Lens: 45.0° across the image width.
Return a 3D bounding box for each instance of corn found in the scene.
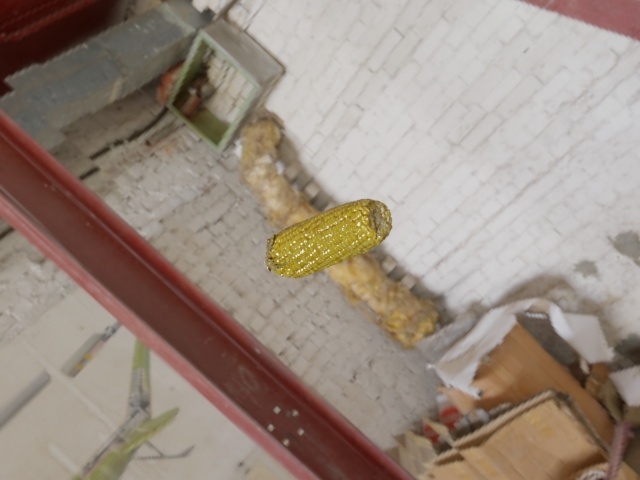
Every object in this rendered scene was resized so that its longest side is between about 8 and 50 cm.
[{"bbox_3d":[0.000,0.000,0.371,0.028,0.027,0.083,9,-21,-37],"label":"corn"}]
